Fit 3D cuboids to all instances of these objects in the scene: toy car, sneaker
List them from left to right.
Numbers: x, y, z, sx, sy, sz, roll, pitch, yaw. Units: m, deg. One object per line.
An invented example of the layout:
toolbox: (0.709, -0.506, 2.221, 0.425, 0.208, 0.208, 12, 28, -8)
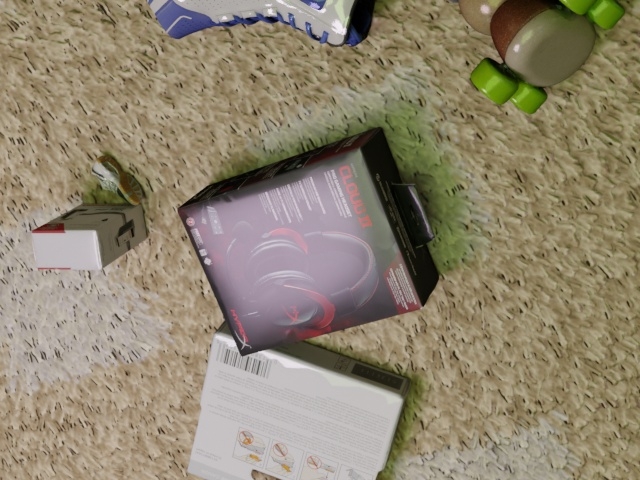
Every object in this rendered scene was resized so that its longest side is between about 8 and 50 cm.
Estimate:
sneaker: (-0.278, -0.077, 1.473, 0.083, 0.032, 0.037, 48, 130, 1)
sneaker: (-0.038, -0.288, 1.257, 0.315, 0.127, 0.182, -26, 99, 23)
toy car: (0.211, -0.265, 1.211, 0.155, 0.149, 0.188, -49, 62, 23)

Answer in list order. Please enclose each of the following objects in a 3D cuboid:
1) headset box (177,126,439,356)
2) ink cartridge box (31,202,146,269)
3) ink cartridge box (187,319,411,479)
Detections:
headset box: (0.000, 0.000, 1.365, 0.293, 0.110, 0.218, -16, 104, 23)
ink cartridge box: (-0.309, -0.007, 1.447, 0.099, 0.135, 0.056, 0, 107, 17)
ink cartridge box: (-0.035, 0.260, 1.507, 0.275, 0.060, 0.239, 18, 116, 9)
